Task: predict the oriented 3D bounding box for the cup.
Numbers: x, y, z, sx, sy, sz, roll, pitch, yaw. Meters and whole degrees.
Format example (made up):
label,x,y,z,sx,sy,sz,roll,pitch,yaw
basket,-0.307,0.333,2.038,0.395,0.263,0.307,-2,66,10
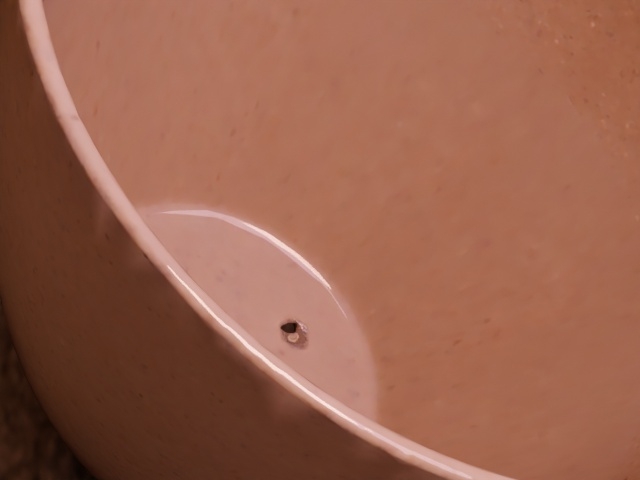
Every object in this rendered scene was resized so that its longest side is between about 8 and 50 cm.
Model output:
label,x,y,z,sx,sy,sz,roll,pitch,yaw
cup,0.000,0.000,0.575,0.331,0.237,0.331,18,50,-22
